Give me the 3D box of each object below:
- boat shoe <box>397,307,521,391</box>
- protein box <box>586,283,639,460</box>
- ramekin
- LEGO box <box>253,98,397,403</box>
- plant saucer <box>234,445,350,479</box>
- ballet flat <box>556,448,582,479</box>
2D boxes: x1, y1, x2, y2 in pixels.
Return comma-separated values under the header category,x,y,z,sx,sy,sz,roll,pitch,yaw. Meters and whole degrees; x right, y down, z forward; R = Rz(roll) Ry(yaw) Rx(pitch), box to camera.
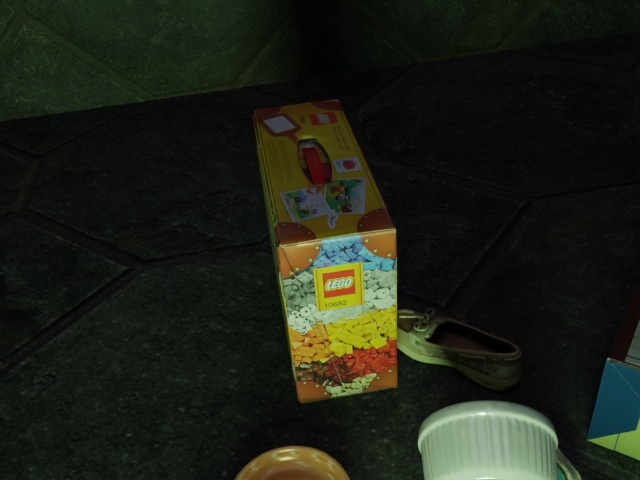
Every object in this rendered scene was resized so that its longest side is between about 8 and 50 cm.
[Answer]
category,x,y,z,sx,sy,sz,roll,pitch,yaw
boat shoe,0.249,0.185,1.279,0.285,0.089,0.104,19,43,30
protein box,0.545,0.220,1.099,0.135,0.200,0.201,18,42,28
ramekin,0.248,0.335,0.986,0.207,0.207,0.109,0,47,7
LEGO box,0.000,0.000,1.328,0.193,0.373,0.500,-9,36,-5
plant saucer,-0.046,0.414,1.049,0.199,0.037,0.200,-3,36,2
ballet flat,0.364,0.342,1.095,0.052,0.057,0.168,10,32,-28
